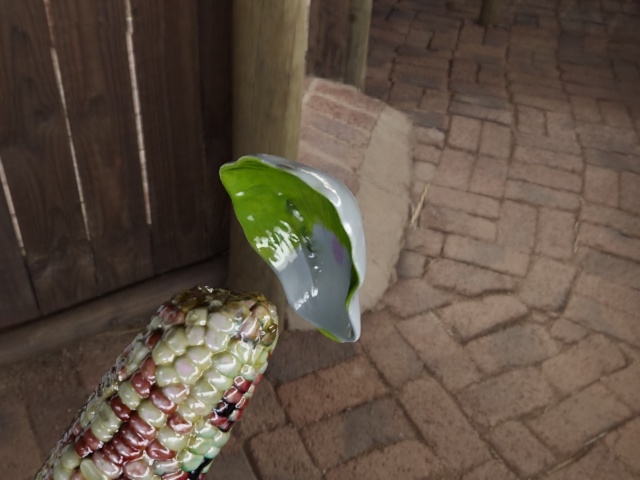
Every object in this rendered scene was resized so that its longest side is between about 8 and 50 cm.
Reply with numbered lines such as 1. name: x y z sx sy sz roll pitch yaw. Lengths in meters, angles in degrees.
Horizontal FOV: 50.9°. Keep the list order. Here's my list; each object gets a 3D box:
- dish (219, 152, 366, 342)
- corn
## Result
1. dish: 0.000 0.000 0.385 0.091 0.137 0.039 21 54 37
2. corn: -0.110 0.128 0.377 0.086 0.253 0.086 32 5 -3
